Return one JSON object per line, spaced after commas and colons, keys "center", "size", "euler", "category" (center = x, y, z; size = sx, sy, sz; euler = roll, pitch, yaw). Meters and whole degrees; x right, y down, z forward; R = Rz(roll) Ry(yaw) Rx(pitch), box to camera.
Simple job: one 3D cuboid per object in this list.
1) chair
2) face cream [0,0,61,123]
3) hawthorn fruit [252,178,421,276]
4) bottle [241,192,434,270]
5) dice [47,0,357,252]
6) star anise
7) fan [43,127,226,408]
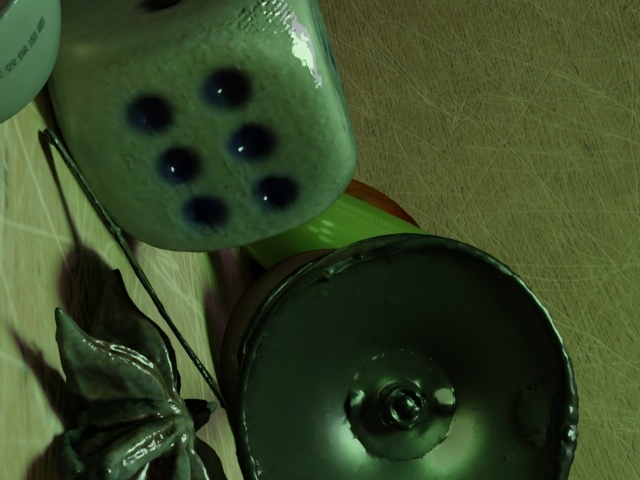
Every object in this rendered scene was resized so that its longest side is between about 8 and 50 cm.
{"center": [0.028, 0.115, 0.776], "size": [0.401, 0.227, 0.226], "euler": [160, -86, -81], "category": "chair"}
{"center": [-0.164, -0.103, 0.375], "size": [0.104, 0.117, 0.117], "euler": [81, -4, -70], "category": "face cream"}
{"center": [0.046, 0.038, 1.164], "size": [0.261, 0.224, 0.224], "euler": [13, 53, -37], "category": "hawthorn fruit"}
{"center": [0.000, 0.000, 0.970], "size": [0.112, 0.260, 0.112], "euler": [-90, -154, -75], "category": "bottle"}
{"center": [-0.085, -0.119, 0.718], "size": [0.192, 0.194, 0.193], "euler": [-96, 170, -50], "category": "dice"}
{"center": [-0.109, 0.105, 0.564], "size": [0.204, 0.061, 0.180], "euler": [-86, 154, -74], "category": "star anise"}
{"center": [-0.121, 0.019, 0.623], "size": [0.220, 0.009, 0.132], "euler": [58, -11, -2], "category": "fan"}
